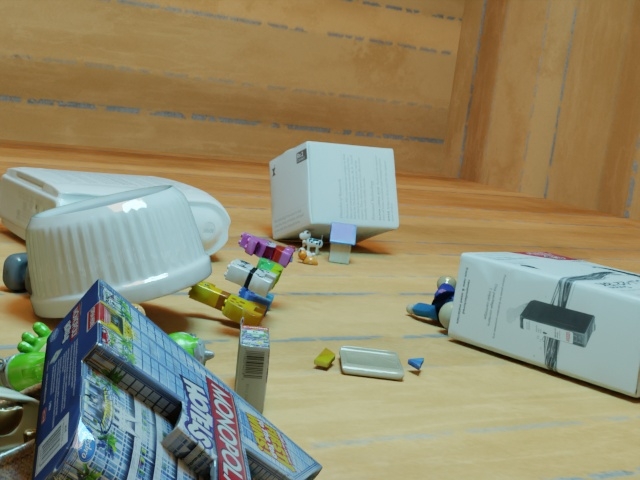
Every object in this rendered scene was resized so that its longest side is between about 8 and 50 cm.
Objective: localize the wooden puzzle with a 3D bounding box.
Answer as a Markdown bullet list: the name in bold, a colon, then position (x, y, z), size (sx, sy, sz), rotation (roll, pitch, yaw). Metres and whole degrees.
- **wooden puzzle**: position (0.053, 0.133, 1.207), size (0.116, 0.014, 0.078), rotation (8, 13, 4)

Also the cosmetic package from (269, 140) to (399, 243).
- **cosmetic package**: position (0.022, -0.083, 2.008), size (0.183, 0.151, 0.151), rotation (2, -12, -29)

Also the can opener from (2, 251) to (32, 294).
- **can opener**: position (-0.283, 0.010, 1.441), size (0.076, 0.095, 0.283), rotation (12, 9, 30)

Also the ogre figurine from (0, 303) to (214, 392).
- **ogre figurine**: position (-0.175, 0.104, 0.951), size (0.197, 0.097, 0.118), rotation (20, -18, -33)

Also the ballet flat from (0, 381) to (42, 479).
- **ballet flat**: position (-0.261, 0.130, 0.628), size (0.107, 0.106, 0.316), rotation (13, 10, 36)

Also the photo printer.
- **photo printer**: position (-0.310, -0.042, 1.724), size (0.307, 0.107, 0.256), rotation (2, 10, -36)

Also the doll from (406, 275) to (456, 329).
- **doll**: position (0.180, 0.088, 1.507), size (0.129, 0.046, 0.189), rotation (0, 10, 8)

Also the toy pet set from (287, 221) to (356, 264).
- **toy pet set**: position (0.000, 0.000, 1.862), size (0.114, 0.065, 0.122), rotation (7, 9, -1)

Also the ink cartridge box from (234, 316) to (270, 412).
- **ink cartridge box**: position (-0.064, 0.115, 1.050), size (0.029, 0.063, 0.115), rotation (6, 9, -4)

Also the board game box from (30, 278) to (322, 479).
- **board game box**: position (-0.077, 0.134, 0.679), size (0.194, 0.060, 0.194), rotation (38, 10, -22)

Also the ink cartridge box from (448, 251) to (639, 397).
- **ink cartridge box**: position (0.326, 0.094, 1.362), size (0.197, 0.114, 0.273), rotation (0, 12, -45)

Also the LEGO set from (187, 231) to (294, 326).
- **LEGO set**: position (-0.102, 0.050, 1.356), size (0.093, 0.087, 0.227), rotation (22, 9, 1)

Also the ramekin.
- **ramekin**: position (-0.233, 0.007, 1.261), size (0.207, 0.109, 0.207), rotation (-11, 9, 2)
